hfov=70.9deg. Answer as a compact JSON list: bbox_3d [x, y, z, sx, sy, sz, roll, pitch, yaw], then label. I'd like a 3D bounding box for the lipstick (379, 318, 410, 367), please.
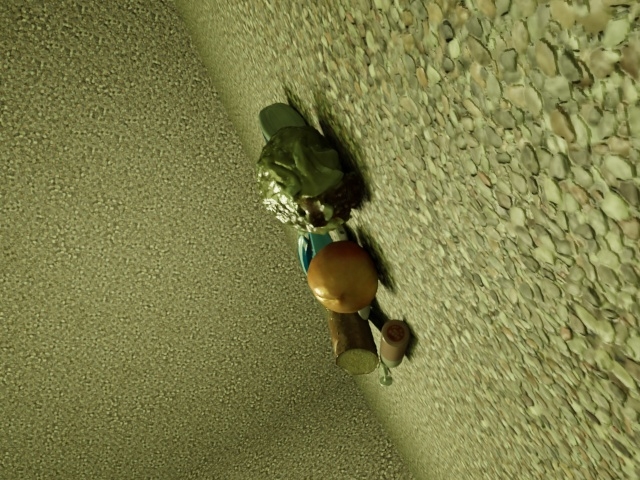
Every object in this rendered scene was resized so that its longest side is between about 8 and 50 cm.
[{"bbox_3d":[0.192,0.277,1.186,0.070,0.070,0.254,59,172,26],"label":"lipstick"}]

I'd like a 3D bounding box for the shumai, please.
[{"bbox_3d":[-0.025,-0.100,0.932,0.256,0.189,0.218,61,176,-27],"label":"shumai"}]

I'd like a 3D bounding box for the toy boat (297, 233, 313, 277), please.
[{"bbox_3d":[-0.044,0.089,2.095,0.061,0.096,0.300,40,156,45],"label":"toy boat"}]

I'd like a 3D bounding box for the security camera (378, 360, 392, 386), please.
[{"bbox_3d":[0.249,0.514,1.745,0.058,0.058,0.092,-130,28,-61],"label":"security camera"}]

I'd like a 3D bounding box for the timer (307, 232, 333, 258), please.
[{"bbox_3d":[0.000,0.000,1.650,0.232,0.091,0.250,94,160,-77],"label":"timer"}]

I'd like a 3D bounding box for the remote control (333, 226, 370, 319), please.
[{"bbox_3d":[0.096,0.087,1.286,0.109,0.054,0.313,-108,1,-55],"label":"remote control"}]

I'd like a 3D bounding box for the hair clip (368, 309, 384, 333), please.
[{"bbox_3d":[0.158,0.247,1.450,0.070,0.039,0.229,67,171,-20],"label":"hair clip"}]

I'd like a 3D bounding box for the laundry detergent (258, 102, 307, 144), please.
[{"bbox_3d":[-0.065,-0.200,1.186,0.215,0.105,0.281,57,172,39],"label":"laundry detergent"}]

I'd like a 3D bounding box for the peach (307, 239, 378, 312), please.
[{"bbox_3d":[0.057,0.091,1.097,0.184,0.184,0.184,61,172,14],"label":"peach"}]

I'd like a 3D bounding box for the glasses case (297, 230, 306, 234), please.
[{"bbox_3d":[-0.110,-0.153,1.808,0.095,0.062,0.272,54,168,51],"label":"glasses case"}]

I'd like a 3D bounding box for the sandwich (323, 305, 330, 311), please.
[{"bbox_3d":[0.056,0.291,2.095,0.089,0.090,0.244,65,173,-33],"label":"sandwich"}]

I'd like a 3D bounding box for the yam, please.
[{"bbox_3d":[0.092,0.283,1.345,0.238,0.127,0.130,-103,2,-57],"label":"yam"}]
